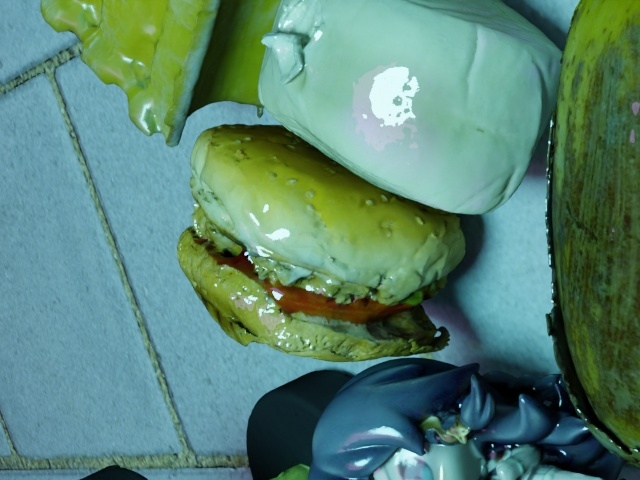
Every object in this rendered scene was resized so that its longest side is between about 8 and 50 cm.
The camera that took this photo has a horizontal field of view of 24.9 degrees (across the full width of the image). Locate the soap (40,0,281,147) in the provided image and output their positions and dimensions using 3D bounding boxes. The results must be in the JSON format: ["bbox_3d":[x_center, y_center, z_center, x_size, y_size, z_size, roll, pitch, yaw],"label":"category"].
[{"bbox_3d":[-0.138,-0.304,1.274,0.293,0.156,0.335,49,141,29],"label":"soap"}]

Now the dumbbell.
[{"bbox_3d":[-0.079,0.266,1.358,0.204,0.322,0.203,29,129,42],"label":"dumbbell"}]

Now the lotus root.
[{"bbox_3d":[0.242,-0.007,0.930,0.196,0.179,0.397,-149,51,-62],"label":"lotus root"}]

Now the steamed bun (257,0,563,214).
[{"bbox_3d":[0.052,-0.125,1.089,0.239,0.152,0.170,32,107,38],"label":"steamed bun"}]

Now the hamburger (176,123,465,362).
[{"bbox_3d":[0.000,0.000,1.207,0.244,0.244,0.163,26,111,43],"label":"hamburger"}]

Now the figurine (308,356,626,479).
[{"bbox_3d":[0.125,0.174,1.128,0.265,0.197,0.175,8,96,9],"label":"figurine"}]
